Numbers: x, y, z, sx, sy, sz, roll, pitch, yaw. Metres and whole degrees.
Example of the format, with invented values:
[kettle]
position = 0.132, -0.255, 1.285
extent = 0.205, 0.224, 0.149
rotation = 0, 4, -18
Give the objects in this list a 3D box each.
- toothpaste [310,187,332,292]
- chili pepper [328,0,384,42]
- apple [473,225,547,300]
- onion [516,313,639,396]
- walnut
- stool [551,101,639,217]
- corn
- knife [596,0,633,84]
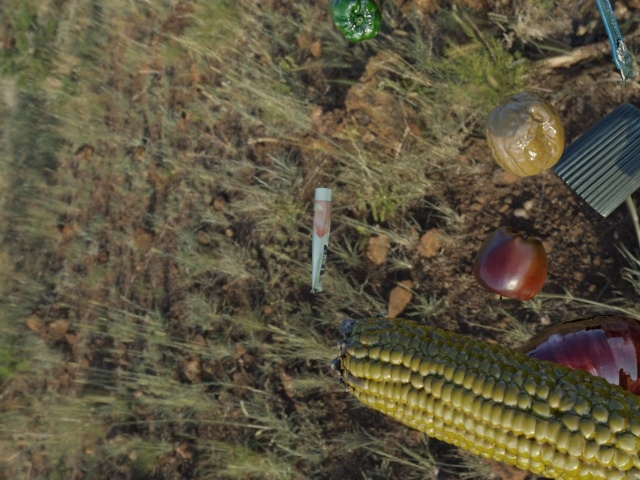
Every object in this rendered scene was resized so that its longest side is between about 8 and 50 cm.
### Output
[toothpaste]
position = 0.000, 0.000, 1.036
extent = 0.036, 0.056, 0.205
rotation = 3, 89, 21
[chili pepper]
position = 0.065, -0.421, 0.930
extent = 0.099, 0.083, 0.253
rotation = -1, 39, 11
[apple]
position = 0.589, 0.079, 1.622
extent = 0.234, 0.234, 0.234
rotation = -28, 52, 42
[onion]
position = 0.428, 0.210, 0.846
extent = 0.273, 0.273, 0.285
rotation = -41, 26, 32
[walnut]
position = 0.621, -0.316, 1.581
extent = 0.224, 0.257, 0.257
rotation = -44, 29, -23
[stool]
position = 1.066, -0.299, 1.909
extent = 0.330, 0.297, 0.297
rotation = -47, 41, 26
[corn]
position = 0.143, 0.145, 0.499
extent = 0.318, 0.115, 0.115
rotation = 10, 80, 42
[knife]
position = 0.821, -0.581, 1.469
extent = 0.044, 0.296, 0.026
rotation = -30, 17, 6
